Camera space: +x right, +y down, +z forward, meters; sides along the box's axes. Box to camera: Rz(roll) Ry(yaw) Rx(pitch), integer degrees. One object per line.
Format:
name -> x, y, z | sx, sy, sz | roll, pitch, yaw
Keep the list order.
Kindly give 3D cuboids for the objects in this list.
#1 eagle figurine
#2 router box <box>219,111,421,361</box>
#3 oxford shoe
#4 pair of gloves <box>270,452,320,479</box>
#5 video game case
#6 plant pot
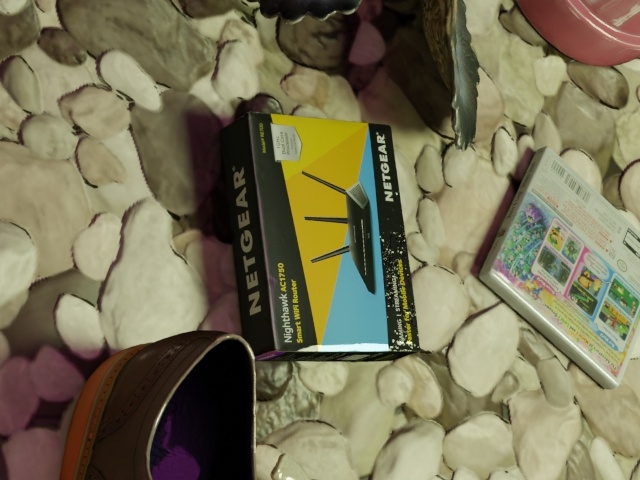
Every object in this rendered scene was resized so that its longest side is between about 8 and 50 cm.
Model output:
eagle figurine -> 0.082, -0.252, 1.431 | 0.226, 0.225, 0.298 | 28, 88, 20
router box -> 0.000, 0.000, 1.344 | 0.133, 0.046, 0.178 | 2, 74, -35
oxford shoe -> -0.111, 0.224, 1.131 | 0.130, 0.133, 0.363 | 18, 65, -29
pair of gloves -> 0.010, 0.289, 1.259 | 0.204, 0.042, 0.240 | 32, 59, -24
video game case -> 0.213, 0.022, 1.511 | 0.157, 0.019, 0.143 | 41, 56, -20
plant pot -> 0.281, -0.271, 1.556 | 0.201, 0.180, 0.201 | 12, 68, -32
